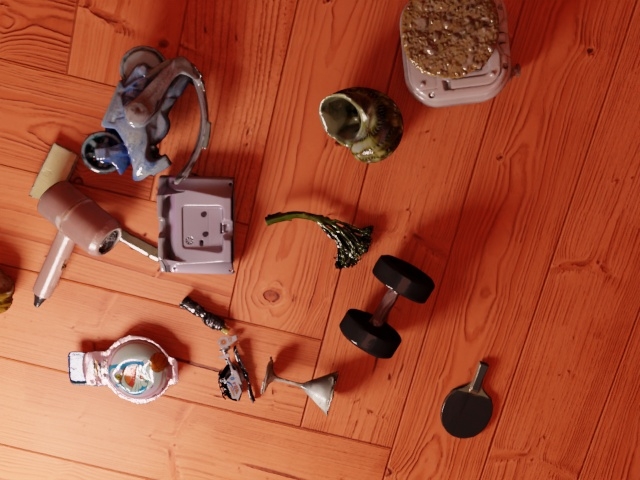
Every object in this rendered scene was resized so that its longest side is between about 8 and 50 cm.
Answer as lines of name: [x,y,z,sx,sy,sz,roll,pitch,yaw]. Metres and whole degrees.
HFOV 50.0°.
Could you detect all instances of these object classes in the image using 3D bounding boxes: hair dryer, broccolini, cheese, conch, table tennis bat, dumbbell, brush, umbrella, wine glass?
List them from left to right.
hair dryer: [-0.626,0.043,1.679,0.189,0.107,0.344,37,115,9]
cheese: [-0.503,0.330,1.752,0.286,0.074,0.189,2,101,2]
brush: [-0.480,-0.003,1.700,0.190,0.027,0.034,30,104,-6]
umbrella: [-0.291,0.191,1.732,0.144,0.040,0.037,35,93,-7]
wine glass: [-0.053,0.363,1.733,0.183,0.122,0.122,15,103,5]
broccolini: [-0.008,-0.003,1.669,0.271,0.062,0.123,12,88,-7]
conch: [0.102,-0.263,1.582,0.187,0.124,0.181,6,115,26]
dumbbell: [0.159,0.158,1.653,0.152,0.152,0.218,29,101,-5]
table tennis bat: [0.388,0.414,1.772,0.130,0.019,0.220,16,104,-3]

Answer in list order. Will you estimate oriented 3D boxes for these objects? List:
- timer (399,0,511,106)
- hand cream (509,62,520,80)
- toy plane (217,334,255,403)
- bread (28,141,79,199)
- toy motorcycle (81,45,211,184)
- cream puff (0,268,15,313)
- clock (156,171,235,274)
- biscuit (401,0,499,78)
timer: [0.300,-0.436,1.531,0.237,0.087,0.262,-6,93,11]
hand cream: [0.354,-0.380,1.587,0.209,0.043,0.067,-4,96,8]
toy plane: [-0.228,0.337,1.760,0.078,0.053,0.197,-15,103,-3]
bread: [-0.648,-0.159,1.670,0.068,0.028,0.154,28,101,-5]
toy motorcycle: [-0.377,-0.267,1.545,0.241,0.182,0.319,27,96,11]
cream puff: [-0.826,0.127,1.691,0.144,0.126,0.103,34,117,3]
clock: [-0.298,-0.038,1.658,0.186,0.083,0.253,1,102,1]
biscuit: [0.278,-0.456,1.473,0.219,0.033,0.220,1,96,11]
